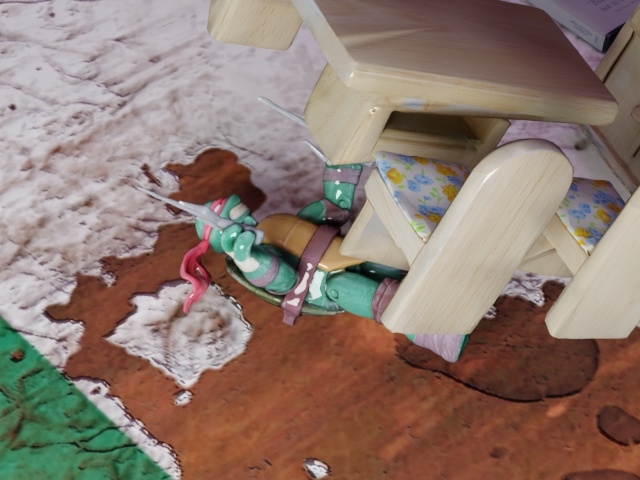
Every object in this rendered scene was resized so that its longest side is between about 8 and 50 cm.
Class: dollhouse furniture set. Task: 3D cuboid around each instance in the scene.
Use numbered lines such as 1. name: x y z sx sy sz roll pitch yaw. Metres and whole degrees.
1. dollhouse furniture set: 0.171 -0.149 1.122 0.394 0.256 0.362 5 40 -35

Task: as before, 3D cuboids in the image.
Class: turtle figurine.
1. turtle figurine: 0.000 0.000 1.122 0.234 0.118 0.175 22 42 6

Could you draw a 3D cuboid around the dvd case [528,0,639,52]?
1. dvd case: 0.222 -0.274 1.505 0.180 0.022 0.253 -32 57 -29
